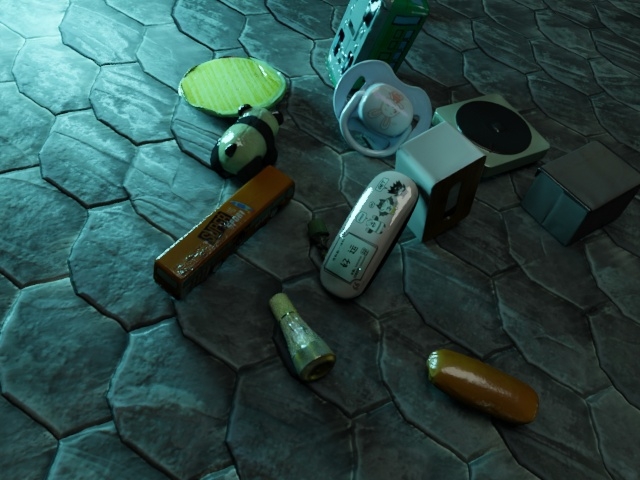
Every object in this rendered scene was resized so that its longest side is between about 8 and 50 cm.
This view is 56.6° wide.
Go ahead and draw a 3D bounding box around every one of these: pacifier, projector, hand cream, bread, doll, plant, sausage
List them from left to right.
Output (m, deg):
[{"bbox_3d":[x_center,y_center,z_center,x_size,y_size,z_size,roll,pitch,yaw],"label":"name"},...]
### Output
[{"bbox_3d":[-0.246,-0.427,1.662,0.301,0.045,0.302,1,45,-1],"label":"bread"},{"bbox_3d":[-0.180,-0.245,1.496,0.143,0.135,0.234,25,47,4],"label":"doll"},{"bbox_3d":[-0.051,0.190,1.221,0.083,0.084,0.203,-18,51,-26],"label":"hand cream"},{"bbox_3d":[0.000,0.000,1.394,0.051,0.051,0.102,-7,59,-18],"label":"plant"},{"bbox_3d":[0.162,-0.362,1.662,0.287,0.239,0.226,29,16,-12],"label":"pacifier"},{"bbox_3d":[0.325,0.298,1.208,0.238,0.098,0.098,25,51,4],"label":"sausage"},{"bbox_3d":[0.492,-0.307,1.736,0.259,0.079,0.257,-18,58,-26],"label":"projector"}]

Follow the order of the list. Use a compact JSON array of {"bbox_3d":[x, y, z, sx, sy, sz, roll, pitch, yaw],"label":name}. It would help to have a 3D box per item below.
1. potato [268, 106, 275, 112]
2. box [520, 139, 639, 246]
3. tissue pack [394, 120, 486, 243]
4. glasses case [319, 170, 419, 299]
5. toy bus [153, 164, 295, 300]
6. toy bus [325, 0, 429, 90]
[{"bbox_3d":[-0.146,-0.367,1.666,0.037,0.036,0.093,-14,41,13],"label":"potato"},{"bbox_3d":[0.702,-0.128,1.597,0.252,0.153,0.188,-26,60,-29],"label":"box"},{"bbox_3d":[0.275,-0.137,1.427,0.159,0.246,0.136,-30,61,-14],"label":"tissue pack"},{"bbox_3d":[0.110,-0.014,1.330,0.122,0.075,0.315,28,85,34],"label":"glasses case"},{"bbox_3d":[-0.204,-0.030,1.342,0.093,0.092,0.409,35,54,12],"label":"toy bus"},{"bbox_3d":[0.167,-0.604,1.737,0.199,0.344,0.184,-1,58,-25],"label":"toy bus"}]
